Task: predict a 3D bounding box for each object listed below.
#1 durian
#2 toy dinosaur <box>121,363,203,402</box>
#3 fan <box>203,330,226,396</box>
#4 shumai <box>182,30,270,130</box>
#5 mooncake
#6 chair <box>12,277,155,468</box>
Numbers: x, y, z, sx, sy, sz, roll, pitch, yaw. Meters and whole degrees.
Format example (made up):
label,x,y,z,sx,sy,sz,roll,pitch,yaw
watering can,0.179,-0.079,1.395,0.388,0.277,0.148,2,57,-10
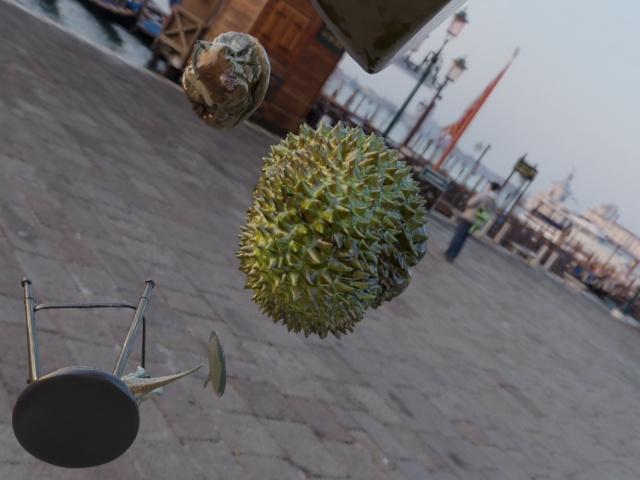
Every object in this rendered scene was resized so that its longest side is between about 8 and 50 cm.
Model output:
label,x,y,z,sx,sy,sz,roll,pitch,yaw
durian,0.006,-0.017,0.960,0.225,0.291,0.291,32,9,24
toy dinosaur,-0.482,0.386,2.077,0.393,0.092,0.205,-7,-3,20
fan,-0.187,0.226,1.367,0.005,0.175,0.113,-3,62,-22
shumai,-0.145,-0.240,1.116,0.146,0.145,0.116,38,12,20
mooncake,0.122,-0.357,1.011,0.155,0.284,0.284,51,10,-4
chair,-0.626,0.355,2.083,0.362,0.364,0.410,1,26,-13
